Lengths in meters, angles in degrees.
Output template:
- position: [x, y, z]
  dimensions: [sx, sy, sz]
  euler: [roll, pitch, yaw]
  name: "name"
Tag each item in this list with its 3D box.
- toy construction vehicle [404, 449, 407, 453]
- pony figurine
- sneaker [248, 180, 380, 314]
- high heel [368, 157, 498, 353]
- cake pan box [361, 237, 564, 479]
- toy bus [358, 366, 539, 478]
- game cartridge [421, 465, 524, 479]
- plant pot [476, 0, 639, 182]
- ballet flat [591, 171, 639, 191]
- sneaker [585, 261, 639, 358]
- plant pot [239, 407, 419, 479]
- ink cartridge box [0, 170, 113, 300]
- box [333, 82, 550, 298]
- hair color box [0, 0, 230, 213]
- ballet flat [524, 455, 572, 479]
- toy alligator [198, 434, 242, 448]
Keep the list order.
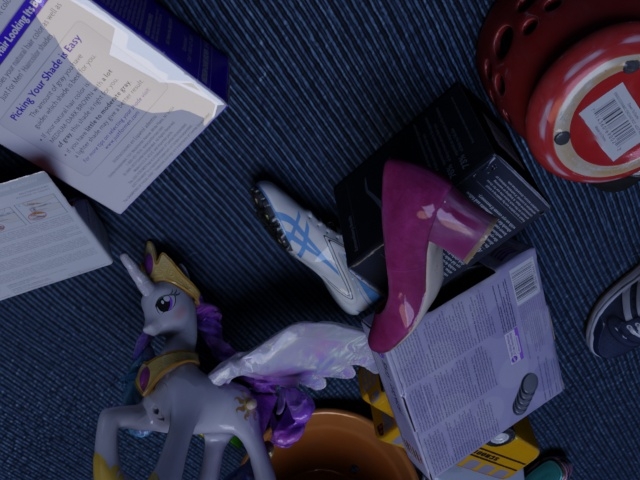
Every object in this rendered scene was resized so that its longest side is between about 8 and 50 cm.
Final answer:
- position: [0.130, 0.348, 1.222]
  dimensions: [0.098, 0.035, 0.086]
  euler: [-21, 141, 13]
  name: "toy construction vehicle"
- position: [-0.118, 0.205, 0.880]
  dimensions: [0.303, 0.363, 0.351]
  euler: [-29, 138, 33]
  name: "pony figurine"
- position: [0.000, 0.000, 0.884]
  dimensions: [0.086, 0.085, 0.237]
  euler: [-46, 121, -4]
  name: "sneaker"
- position: [0.074, 0.024, 0.727]
  dimensions: [0.117, 0.082, 0.244]
  euler: [34, 140, 6]
  name: "high heel"
- position: [0.199, 0.155, 0.947]
  dimensions: [0.245, 0.070, 0.267]
  euler: [-30, 119, -17]
  name: "cake pan box"
- position: [0.196, 0.271, 1.113]
  dimensions: [0.332, 0.108, 0.130]
  euler: [24, 124, -26]
  name: "toy bus"
- position: [0.267, 0.518, 1.274]
  dimensions: [0.198, 0.062, 0.297]
  euler: [6, 99, -11]
  name: "game cartridge"
- position: [0.273, -0.168, 0.711]
  dimensions: [0.191, 0.174, 0.191]
  euler: [-5, 129, -6]
  name: "plant pot"
- position: [0.388, -0.151, 0.784]
  dimensions: [0.095, 0.096, 0.280]
  euler: [18, 127, -4]
  name: "ballet flat"
- position: [0.490, 0.106, 0.981]
  dimensions: [0.099, 0.153, 0.282]
  euler: [16, 126, -19]
  name: "sneaker"
- position: [0.006, 0.443, 1.136]
  dimensions: [0.290, 0.291, 0.203]
  euler: [-3, 148, -5]
  name: "plant pot"
- position: [-0.346, -0.010, 0.756]
  dimensions: [0.189, 0.066, 0.232]
  euler: [-19, 153, -8]
  name: "ink cartridge box"
- position: [0.127, -0.048, 0.805]
  dimensions: [0.207, 0.153, 0.108]
  euler: [-39, 125, 25]
  name: "box"
- position: [-0.273, -0.191, 0.661]
  dimensions: [0.185, 0.110, 0.339]
  euler: [-39, 126, 25]
  name: "hair color box"
- position: [0.393, 0.480, 1.345]
  dimensions: [0.079, 0.077, 0.221]
  euler: [17, 128, -45]
  name: "ballet flat"
- position: [-0.188, 0.272, 1.102]
  dimensions: [0.051, 0.056, 0.190]
  euler: [7, 145, 43]
  name: "toy alligator"
